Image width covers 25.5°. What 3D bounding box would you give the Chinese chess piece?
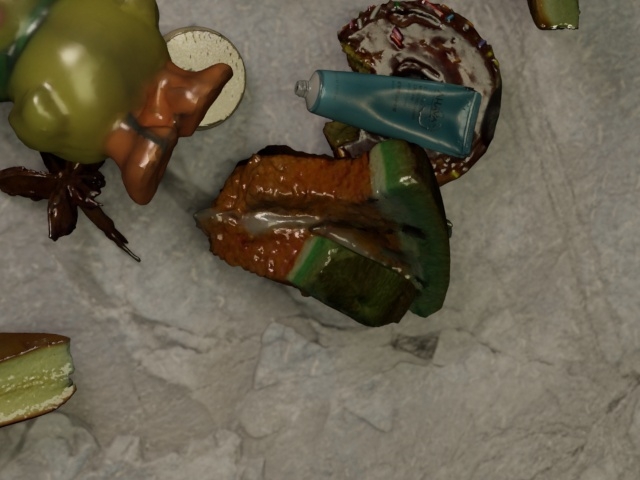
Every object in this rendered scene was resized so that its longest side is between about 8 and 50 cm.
[{"bbox_3d":[-0.147,-0.188,1.647,0.122,0.051,0.122,-1,95,-15],"label":"Chinese chess piece"}]

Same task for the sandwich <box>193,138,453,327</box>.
[{"bbox_3d":[0.000,0.000,1.628,0.301,0.162,0.250,7,140,8],"label":"sandwich"}]

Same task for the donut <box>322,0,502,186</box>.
[{"bbox_3d":[0.105,-0.174,1.689,0.216,0.096,0.230,-10,100,-14],"label":"donut"}]

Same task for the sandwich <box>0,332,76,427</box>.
[{"bbox_3d":[-0.406,0.171,1.606,0.258,0.096,0.094,-15,107,-13],"label":"sandwich"}]

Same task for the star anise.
[{"bbox_3d":[-0.282,-0.044,1.636,0.158,0.144,0.140,-34,59,-15],"label":"star anise"}]

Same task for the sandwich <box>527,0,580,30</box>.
[{"bbox_3d":[0.265,-0.381,1.643,0.063,0.212,0.244,0,109,5],"label":"sandwich"}]

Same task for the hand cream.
[{"bbox_3d":[0.077,-0.152,1.616,0.224,0.048,0.083,9,93,-19],"label":"hand cream"}]

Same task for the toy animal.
[{"bbox_3d":[-0.281,-0.194,1.535,0.338,0.191,0.216,35,68,0],"label":"toy animal"}]
